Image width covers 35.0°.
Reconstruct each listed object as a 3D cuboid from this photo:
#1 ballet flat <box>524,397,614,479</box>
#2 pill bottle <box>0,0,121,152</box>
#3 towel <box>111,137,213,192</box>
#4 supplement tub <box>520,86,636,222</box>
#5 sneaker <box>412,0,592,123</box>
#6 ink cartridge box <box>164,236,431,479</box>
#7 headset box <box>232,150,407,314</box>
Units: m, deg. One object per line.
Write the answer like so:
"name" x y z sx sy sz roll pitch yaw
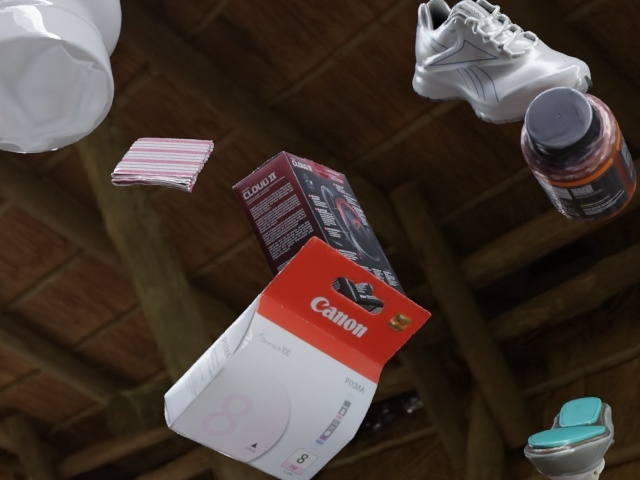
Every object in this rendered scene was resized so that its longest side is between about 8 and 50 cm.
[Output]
"ballet flat" 0.242 0.198 0.946 0.072 0.213 0.068 -11 -92 23
"pill bottle" -0.173 -0.145 0.574 0.112 0.112 0.187 -49 -135 35
"towel" -0.277 -0.137 1.800 0.144 0.197 0.029 4 -64 4
"supplement tub" 0.283 -0.097 1.120 0.106 0.198 0.106 -9 -112 22
"sneaker" 0.207 -0.227 1.252 0.297 0.111 0.129 25 -45 51
"ink cartridge box" -0.016 0.132 1.030 0.232 0.189 0.066 -44 -144 17
"headset box" 0.000 0.000 1.594 0.110 0.218 0.293 -33 -109 20
